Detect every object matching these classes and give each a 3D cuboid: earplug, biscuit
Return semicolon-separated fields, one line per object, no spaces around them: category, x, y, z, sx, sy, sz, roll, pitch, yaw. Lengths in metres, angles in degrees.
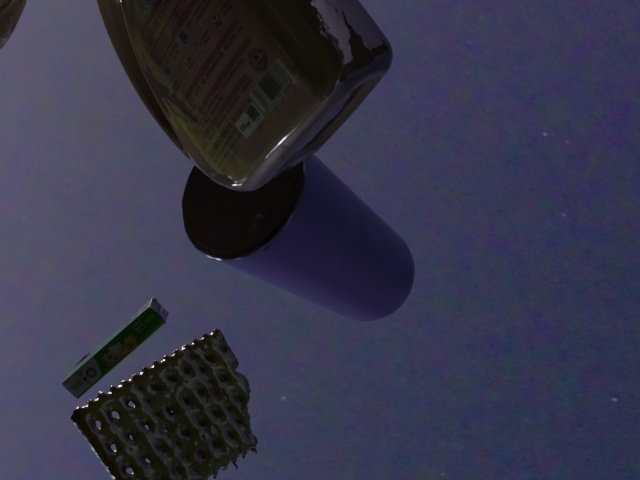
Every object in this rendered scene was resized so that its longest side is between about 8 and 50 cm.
earplug;0.000;0.000;1.574;0.215;0.456;0.215;-14;-117;28
biscuit;-0.143;0.188;1.033;0.144;0.203;0.016;54;-43;11

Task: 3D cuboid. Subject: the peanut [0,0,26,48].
peanut;-0.236;-0.169;0.563;0.110;0.233;0.196;19;-54;11

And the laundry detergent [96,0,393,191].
laundry detergent;-0.082;-0.142;0.578;0.237;0.076;0.171;49;-39;4

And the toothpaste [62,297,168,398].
toothpaste;-0.296;0.156;1.441;0.178;0.037;0.043;-41;-164;8
